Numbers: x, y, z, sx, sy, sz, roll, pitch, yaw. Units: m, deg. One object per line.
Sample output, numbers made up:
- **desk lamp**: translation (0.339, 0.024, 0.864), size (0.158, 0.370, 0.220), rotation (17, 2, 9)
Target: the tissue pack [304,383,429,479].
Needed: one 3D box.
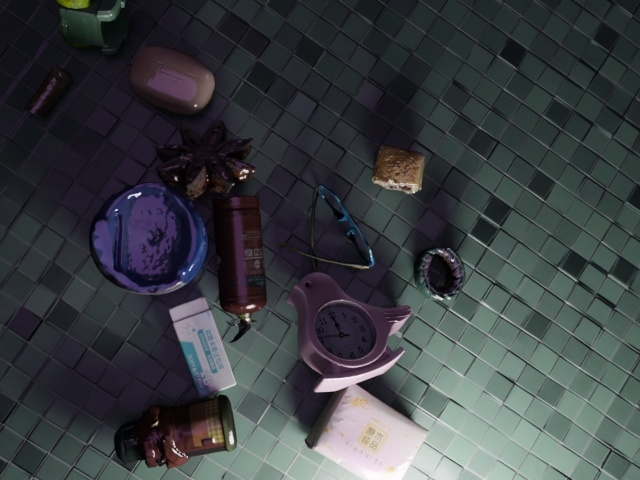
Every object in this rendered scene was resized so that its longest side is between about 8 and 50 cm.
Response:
- **tissue pack**: translation (0.108, 0.467, 1.682), size (0.225, 0.124, 0.185), rotation (33, 81, -5)

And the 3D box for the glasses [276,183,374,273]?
- **glasses**: translation (0.010, -0.007, 1.731), size (0.207, 0.102, 0.239), rotation (-30, 92, 20)

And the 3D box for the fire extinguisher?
- **fire extinguisher**: translation (-0.193, 0.064, 1.663), size (0.114, 0.135, 0.337), rotation (-6, 88, 28)

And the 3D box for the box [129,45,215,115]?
- **box**: translation (-0.355, -0.383, 1.687), size (0.200, 0.088, 0.146), rotation (20, 84, -7)

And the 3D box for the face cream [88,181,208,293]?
- **face cream**: translation (-0.381, 0.002, 1.597), size (0.249, 0.225, 0.249), rotation (0, 88, -8)

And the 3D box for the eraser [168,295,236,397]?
- **eraser**: translation (-0.281, 0.254, 1.681), size (0.096, 0.052, 0.225), rotation (-20, 89, -6)

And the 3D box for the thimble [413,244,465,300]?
- **thimble**: translation (0.291, 0.081, 1.742), size (0.118, 0.090, 0.135), rotation (-14, 88, -8)

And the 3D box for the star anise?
- **star anise**: translation (-0.271, -0.175, 1.662), size (0.236, 0.109, 0.223), rotation (30, 49, 22)

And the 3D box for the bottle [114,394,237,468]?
- **bottle**: translation (-0.335, 0.441, 1.617), size (0.271, 0.143, 0.156), rotation (-10, 97, -7)

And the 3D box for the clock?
- **clock**: translation (0.079, 0.196, 1.680), size (0.290, 0.080, 0.275), rotation (-11, 62, -27)

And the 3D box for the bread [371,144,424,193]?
- **bread**: translation (0.196, -0.175, 1.753), size (0.125, 0.082, 0.106), rotation (12, 75, 4)

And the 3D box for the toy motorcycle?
- **toy motorcycle**: translation (-0.501, -0.618, 1.648), size (0.200, 0.191, 0.326), rotation (9, 72, -10)

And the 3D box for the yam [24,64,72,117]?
- **yam**: translation (-0.643, -0.351, 1.668), size (0.054, 0.054, 0.132), rotation (34, 84, -4)
